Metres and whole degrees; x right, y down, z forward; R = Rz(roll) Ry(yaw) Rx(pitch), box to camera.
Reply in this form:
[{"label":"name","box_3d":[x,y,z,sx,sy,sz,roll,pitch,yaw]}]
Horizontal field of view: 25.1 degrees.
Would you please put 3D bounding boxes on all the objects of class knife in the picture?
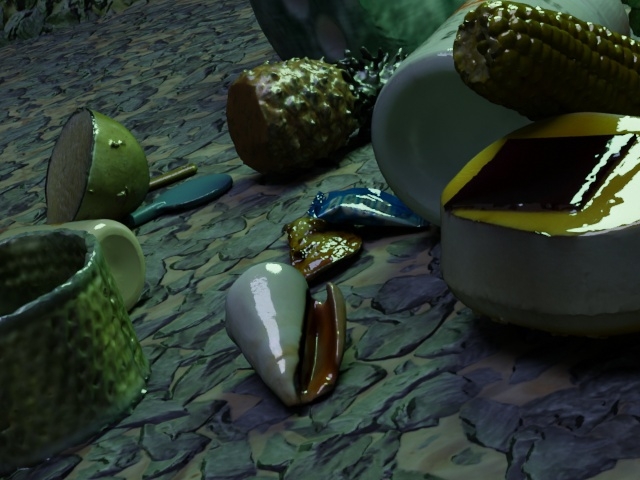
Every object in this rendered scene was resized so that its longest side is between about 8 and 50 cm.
[{"label":"knife","box_3d":[-0.292,-0.059,2.033,0.256,0.022,0.046,-22,26,-11]}]

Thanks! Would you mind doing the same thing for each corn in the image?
[{"label":"corn","box_3d":[0.280,-0.142,1.375,0.363,0.120,0.120,18,-3,-34]}]

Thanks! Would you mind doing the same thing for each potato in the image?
[{"label":"potato","box_3d":[-0.295,-0.084,1.956,0.117,0.182,0.202,10,-13,-25]}]

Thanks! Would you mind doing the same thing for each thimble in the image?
[{"label":"thimble","box_3d":[-0.315,0.109,1.408,0.271,0.150,0.271,-16,19,6]}]

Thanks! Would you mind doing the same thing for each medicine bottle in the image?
[{"label":"medicine bottle","box_3d":[-0.327,0.038,1.665,0.252,0.114,0.114,-5,24,35]},{"label":"medicine bottle","box_3d":[0.213,-0.173,1.603,0.211,0.211,0.371,-8,22,28]}]

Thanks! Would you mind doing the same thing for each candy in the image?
[{"label":"candy","box_3d":[0.058,-0.037,1.614,0.136,0.038,0.088,5,17,7]}]

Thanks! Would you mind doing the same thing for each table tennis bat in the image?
[{"label":"table tennis bat","box_3d":[-0.189,-0.057,1.942,0.155,0.019,0.100,-26,21,-26]}]

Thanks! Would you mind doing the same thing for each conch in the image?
[{"label":"conch","box_3d":[-0.029,0.081,1.317,0.104,0.094,0.176,17,13,-22]}]

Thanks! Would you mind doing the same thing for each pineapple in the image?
[{"label":"pineapple","box_3d":[0.017,-0.184,1.941,0.279,0.157,0.158,-17,17,-29]}]

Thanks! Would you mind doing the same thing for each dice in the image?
[{"label":"dice","box_3d":[0.083,-0.448,2.283,0.330,0.328,0.348,-27,21,-25]}]

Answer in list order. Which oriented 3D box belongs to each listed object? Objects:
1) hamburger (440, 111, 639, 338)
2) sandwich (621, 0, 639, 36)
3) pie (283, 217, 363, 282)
[{"label":"hamburger","box_3d":[0.234,-0.004,1.233,0.227,0.151,0.295,-34,29,-24]},{"label":"sandwich","box_3d":[0.510,-0.316,1.901,0.185,0.109,0.160,-25,40,-24]},{"label":"pie","box_3d":[0.002,0.000,1.597,0.088,0.033,0.191,-10,21,2]}]
